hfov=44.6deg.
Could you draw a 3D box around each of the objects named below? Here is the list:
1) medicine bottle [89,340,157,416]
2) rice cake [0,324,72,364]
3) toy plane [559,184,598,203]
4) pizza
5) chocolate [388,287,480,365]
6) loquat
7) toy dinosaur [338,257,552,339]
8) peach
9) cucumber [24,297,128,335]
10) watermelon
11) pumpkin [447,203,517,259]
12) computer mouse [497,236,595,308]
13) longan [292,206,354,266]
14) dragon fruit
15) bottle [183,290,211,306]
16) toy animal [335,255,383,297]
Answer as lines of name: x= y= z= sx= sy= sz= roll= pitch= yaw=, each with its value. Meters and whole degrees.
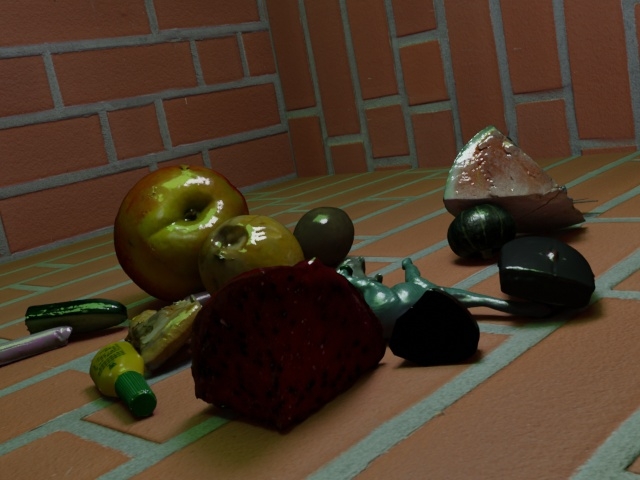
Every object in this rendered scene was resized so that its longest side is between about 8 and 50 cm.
medicine bottle: x=-0.347 y=0.247 z=1.386 sx=0.095 sy=0.064 sz=0.260 roll=-40 pitch=24 yaw=-16
rice cake: x=-0.688 y=0.247 z=1.759 sx=0.269 sy=0.049 sz=0.055 roll=-16 pitch=26 yaw=-32
toy plane: x=0.651 y=-0.115 z=2.239 sx=0.212 sy=0.088 sz=0.267 roll=-10 pitch=11 yaw=0
pizza: x=-0.332 y=0.176 z=1.612 sx=0.189 sy=0.071 sz=0.297 roll=-42 pitch=15 yaw=-15
chocolate: x=0.192 y=0.143 z=1.312 sx=0.148 sy=0.125 sz=0.080 roll=-11 pitch=-7 yaw=20
loquat: x=-0.148 y=0.061 z=1.745 sx=0.243 sy=0.244 sz=0.244 roll=-10 pitch=11 yaw=2
toy dinosaur: x=0.181 y=0.136 z=1.423 sx=0.383 sy=0.129 sz=0.331 roll=-19 pitch=23 yaw=-34
peach: x=-0.348 y=-0.017 z=1.976 sx=0.370 sy=0.370 sz=0.370 roll=-10 pitch=11 yaw=2
cucumber: x=-0.578 y=0.176 z=1.859 sx=0.243 sy=0.063 sz=0.115 roll=-5 pitch=-30 yaw=-2
watermelon: x=0.488 y=-0.159 z=1.985 sx=0.319 sy=0.222 sz=0.292 roll=-8 pitch=-18 yaw=20
pumpkin: x=0.390 y=-0.019 z=1.881 sx=0.167 sy=0.167 sz=0.125 roll=-12 pitch=54 yaw=-10
computer mouse: x=0.423 y=0.047 z=1.475 sx=0.170 sy=0.100 sz=0.269 roll=9 pitch=10 yaw=10
longan: x=0.000 y=0.000 z=2.118 sx=0.185 sy=0.159 sz=0.204 roll=-33 pitch=-14 yaw=-41
dragon fruit: x=-0.032 y=0.190 z=1.240 sx=0.330 sy=0.240 sz=0.302 roll=8 pitch=-32 yaw=-38
bottle: x=-0.258 y=0.142 z=1.874 sx=0.140 sy=0.053 sz=0.053 roll=-17 pitch=13 yaw=-29
toy animal: x=0.018 y=0.121 z=1.578 sx=0.236 sy=0.138 sz=0.108 roll=-28 pitch=44 yaw=-29
